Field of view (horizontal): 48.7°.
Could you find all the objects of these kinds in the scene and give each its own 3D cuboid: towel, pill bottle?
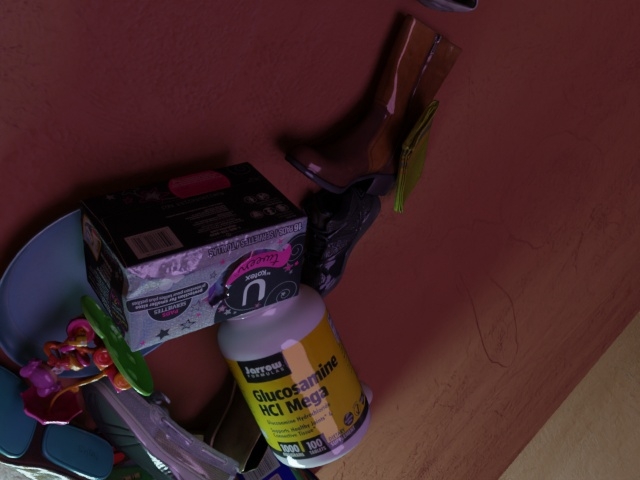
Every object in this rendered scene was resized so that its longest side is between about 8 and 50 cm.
[{"bbox_3d":[0.161,-0.135,1.192,0.102,0.021,0.237,-56,166,-18],"label":"towel"},{"bbox_3d":[-0.055,0.193,1.171,0.188,0.188,0.333,-31,112,-18],"label":"pill bottle"}]

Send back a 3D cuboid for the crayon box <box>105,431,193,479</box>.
[{"bbox_3d":[-0.336,0.472,1.248,0.279,0.081,0.165,-19,135,-30],"label":"crayon box"}]

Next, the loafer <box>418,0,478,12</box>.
[{"bbox_3d":[0.116,-0.403,0.920,0.319,0.111,0.112,22,108,-50],"label":"loafer"}]

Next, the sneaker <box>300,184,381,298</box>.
[{"bbox_3d":[0.000,0.000,1.204,0.130,0.087,0.227,20,106,-47],"label":"sneaker"}]

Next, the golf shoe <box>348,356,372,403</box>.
[{"bbox_3d":[0.033,0.288,1.474,0.306,0.115,0.140,24,103,-51],"label":"golf shoe"}]

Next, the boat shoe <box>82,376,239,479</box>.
[{"bbox_3d":[-0.254,0.318,1.151,0.320,0.118,0.103,51,52,-23],"label":"boat shoe"}]

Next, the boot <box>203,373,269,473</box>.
[{"bbox_3d":[-0.108,0.285,1.314,0.112,0.115,0.305,17,97,-47],"label":"boot"}]

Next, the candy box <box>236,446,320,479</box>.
[{"bbox_3d":[-0.035,0.624,1.584,0.122,0.268,0.317,-36,142,-6],"label":"candy box"}]

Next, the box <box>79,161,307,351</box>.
[{"bbox_3d":[-0.165,0.016,0.933,0.247,0.163,0.142,-18,133,-30],"label":"box"}]

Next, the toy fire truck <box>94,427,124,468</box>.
[{"bbox_3d":[-0.377,0.388,1.239,0.192,0.047,0.135,-2,125,-42],"label":"toy fire truck"}]

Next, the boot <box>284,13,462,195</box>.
[{"bbox_3d":[0.090,-0.207,1.089,0.264,0.096,0.280,6,118,-45],"label":"boot"}]

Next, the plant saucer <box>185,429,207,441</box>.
[{"bbox_3d":[-0.259,0.438,1.392,0.188,0.045,0.188,21,109,-49],"label":"plant saucer"}]

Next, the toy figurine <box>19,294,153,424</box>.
[{"bbox_3d":[-0.346,0.183,0.980,0.159,0.130,0.173,-31,119,-3],"label":"toy figurine"}]

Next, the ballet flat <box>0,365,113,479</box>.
[{"bbox_3d":[-0.448,0.284,1.038,0.123,0.123,0.348,-40,137,-6],"label":"ballet flat"}]

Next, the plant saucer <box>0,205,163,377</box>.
[{"bbox_3d":[-0.308,0.064,1.014,0.318,0.044,0.317,-25,138,-25],"label":"plant saucer"}]
